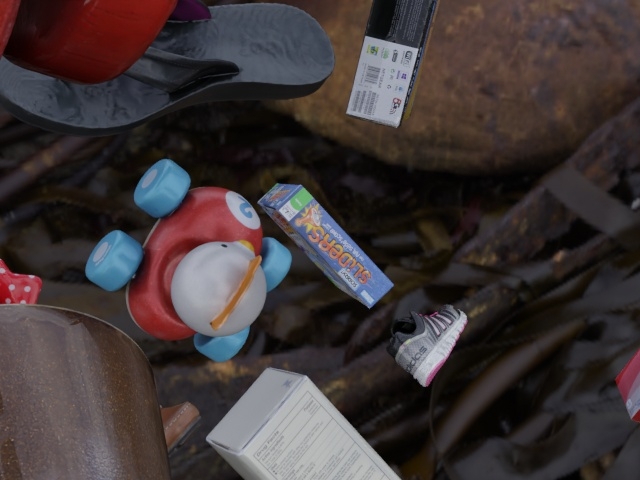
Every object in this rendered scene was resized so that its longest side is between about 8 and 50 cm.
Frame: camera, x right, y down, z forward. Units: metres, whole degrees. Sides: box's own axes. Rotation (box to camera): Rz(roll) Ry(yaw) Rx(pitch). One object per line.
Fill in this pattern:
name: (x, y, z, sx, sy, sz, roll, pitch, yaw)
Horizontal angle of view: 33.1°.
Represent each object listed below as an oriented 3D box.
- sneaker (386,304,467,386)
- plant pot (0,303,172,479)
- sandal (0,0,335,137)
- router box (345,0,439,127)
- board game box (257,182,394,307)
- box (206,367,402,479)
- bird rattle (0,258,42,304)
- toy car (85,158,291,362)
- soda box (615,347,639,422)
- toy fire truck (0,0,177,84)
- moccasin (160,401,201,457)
sneaker: (0.125, 0.111, 1.301, 0.075, 0.063, 0.170, 35, 27, 4)
plant pot: (-0.162, 0.190, 0.571, 0.215, 0.215, 0.230, -18, 48, -12)
sandal: (-0.167, -0.233, 1.257, 0.446, 0.107, 0.167, -16, 69, -35)
router box: (0.069, -0.185, 0.848, 0.046, 0.178, 0.133, 15, 13, 5)
board game box: (0.000, 0.000, 1.123, 0.035, 0.201, 0.136, -44, 98, -4)
box: (0.004, 0.335, 1.506, 0.148, 0.311, 0.121, -47, 21, -20)
bird rattle: (-0.504, 0.100, 1.501, 0.254, 0.207, 0.143, 11, 41, 6)
toy car: (-0.123, 0.036, 1.305, 0.210, 0.219, 0.238, -58, 28, -12)
soda box: (0.498, 0.129, 1.397, 0.092, 0.263, 0.083, 20, 30, -15)
toy fire truck: (-0.203, -0.081, 0.414, 0.169, 0.253, 0.302, 12, 19, -43)
moccasin: (-0.354, 0.320, 1.832, 0.380, 0.147, 0.139, -15, 17, 44)
